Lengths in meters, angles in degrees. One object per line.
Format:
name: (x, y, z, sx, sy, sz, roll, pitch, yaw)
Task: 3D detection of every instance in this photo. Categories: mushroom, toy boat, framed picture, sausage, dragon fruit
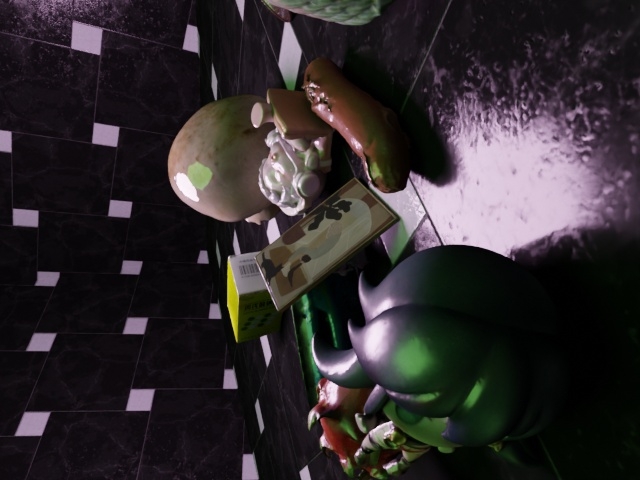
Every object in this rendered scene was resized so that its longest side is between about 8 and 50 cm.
mushroom: (-0.167, -0.159, 1.033, 0.290, 0.297, 0.298, 48, -166, -50)
toy boat: (0.043, 0.150, 0.707, 0.092, 0.134, 0.299, -11, 91, 39)
framed picture: (0.000, 0.000, 0.669, 0.010, 0.201, 0.136, 49, -176, -37)
sausage: (0.041, -0.168, 0.629, 0.304, 0.078, 0.078, -119, 28, -45)
dragon fruit: (0.065, 0.183, 0.598, 0.137, 0.135, 0.236, -5, -72, -84)

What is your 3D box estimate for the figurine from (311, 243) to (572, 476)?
figurine: (0.101, 0.117, 0.428, 0.265, 0.175, 0.197, 135, 130, -57)

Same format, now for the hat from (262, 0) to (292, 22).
hat: (-0.091, -0.520, 0.884, 0.193, 0.082, 0.193, 50, -178, -2)

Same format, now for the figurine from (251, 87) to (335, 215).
figurine: (-0.051, -0.136, 0.803, 0.237, 0.141, 0.163, 110, 142, -54)

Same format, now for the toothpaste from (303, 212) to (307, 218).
toothpaste: (0.009, 0.127, 0.853, 0.099, 0.061, 0.392, 91, 166, -64)

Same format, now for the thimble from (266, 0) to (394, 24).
thimble: (0.016, -0.333, 0.456, 0.219, 0.150, 0.219, 10, 102, 52)

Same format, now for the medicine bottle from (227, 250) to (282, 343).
medicine bottle: (-0.177, 0.153, 1.287, 0.250, 0.137, 0.141, 103, 152, -48)
